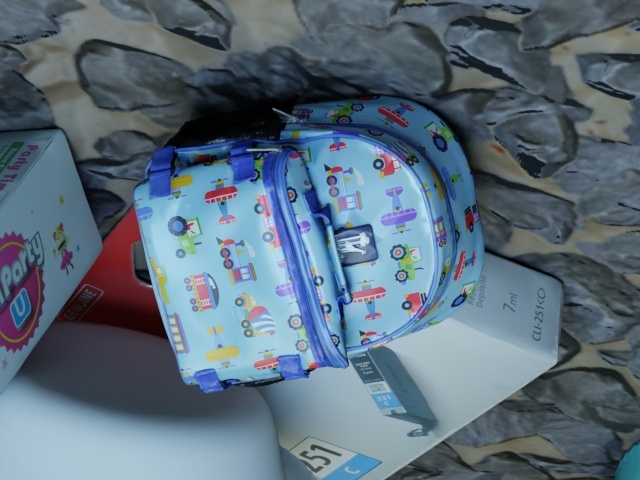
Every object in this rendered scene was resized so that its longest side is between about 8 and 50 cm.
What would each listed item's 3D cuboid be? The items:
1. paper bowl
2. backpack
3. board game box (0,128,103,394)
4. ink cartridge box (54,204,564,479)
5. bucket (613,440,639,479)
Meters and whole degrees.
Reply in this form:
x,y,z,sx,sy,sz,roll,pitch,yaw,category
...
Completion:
x,y,z,sx,sy,sz,roll,pitch,yaw,category
-0.138,0.147,1.210,0.284,0.284,0.148,14,104,-3,paper bowl
0.000,0.000,1.099,0.173,0.117,0.158,-7,103,14,backpack
-0.318,0.031,1.178,0.303,0.224,0.097,-2,122,22,board game box
-0.026,0.065,1.296,0.261,0.066,0.296,22,147,-17,ink cartridge box
0.315,0.258,1.375,0.281,0.183,0.281,9,147,6,bucket
